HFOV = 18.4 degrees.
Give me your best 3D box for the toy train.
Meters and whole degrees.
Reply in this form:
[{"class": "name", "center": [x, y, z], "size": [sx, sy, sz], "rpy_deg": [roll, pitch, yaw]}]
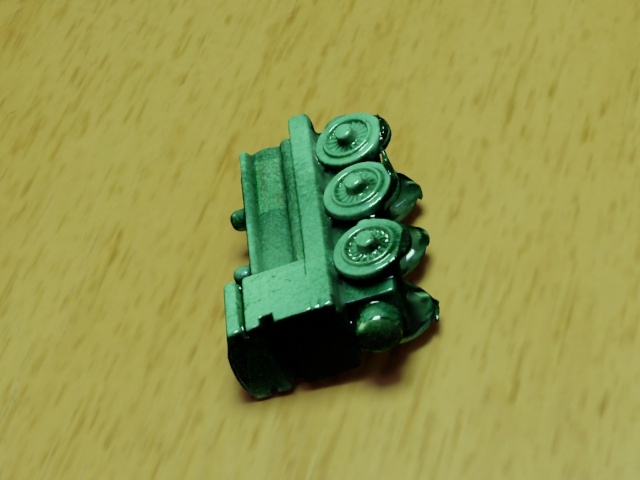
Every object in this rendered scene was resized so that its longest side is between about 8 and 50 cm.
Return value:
[{"class": "toy train", "center": [0.000, 0.000, 1.050], "size": [0.111, 0.071, 0.170], "rpy_deg": [-17, 42, 8]}]
